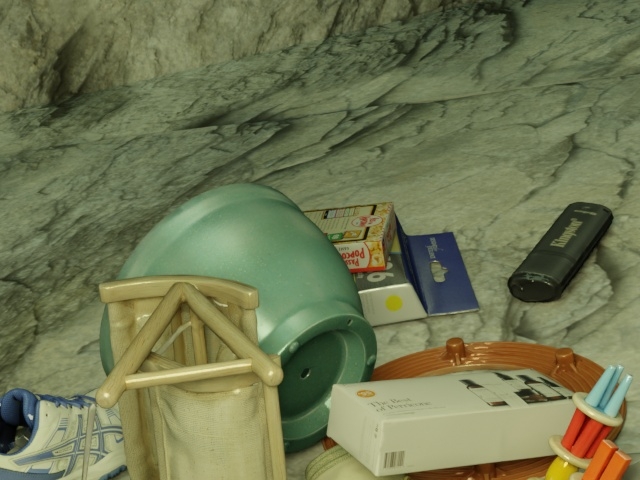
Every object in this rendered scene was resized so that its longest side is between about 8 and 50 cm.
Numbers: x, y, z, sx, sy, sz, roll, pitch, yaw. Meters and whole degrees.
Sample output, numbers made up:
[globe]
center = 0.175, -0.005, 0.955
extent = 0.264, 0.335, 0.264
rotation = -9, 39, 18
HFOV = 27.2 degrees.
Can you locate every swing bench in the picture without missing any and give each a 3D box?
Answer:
[swing bench]
center = -0.115, 0.189, 1.237
extent = 0.165, 0.253, 0.254
rotation = -7, 21, -5

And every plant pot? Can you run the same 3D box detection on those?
[plant pot]
center = -0.064, 0.109, 1.440
extent = 0.293, 0.293, 0.196
rotation = -24, 42, -33

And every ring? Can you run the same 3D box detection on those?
[ring]
center = 0.165, 0.182, 1.459
extent = 0.337, 0.032, 0.336
rotation = -9, 21, 4

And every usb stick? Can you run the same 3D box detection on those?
[usb stick]
center = 0.332, 0.012, 1.807
extent = 0.077, 0.045, 0.278
rotation = 1, 23, 29

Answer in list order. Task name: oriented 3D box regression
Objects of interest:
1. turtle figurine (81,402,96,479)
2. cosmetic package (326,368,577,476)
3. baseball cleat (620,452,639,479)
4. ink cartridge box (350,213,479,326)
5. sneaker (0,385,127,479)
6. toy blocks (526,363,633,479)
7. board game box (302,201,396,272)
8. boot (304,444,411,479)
[turtle figurine]
center = -0.294, 0.260, 1.154
extent = 0.266, 0.274, 0.198
rotation = -16, 23, 45
[cosmetic package]
center = 0.135, 0.171, 1.281
extent = 0.239, 0.060, 0.099
rotation = -1, 14, -29
[baseball cleat]
center = 0.302, 0.250, 1.160
extent = 0.109, 0.072, 0.206
rotation = -26, 22, -22
[ink cartridge box]
center = 0.047, 0.037, 1.844
extent = 0.307, 0.072, 0.303
rotation = -11, 20, 2
[sneaker]
center = -0.289, 0.210, 1.451
extent = 0.112, 0.131, 0.296
rotation = 0, 21, 28
[toy blocks]
center = 0.252, 0.195, 1.213
extent = 0.054, 0.148, 0.123
rotation = 21, 16, -12
[board game box]
center = 0.000, 0.000, 1.808
extent = 0.194, 0.045, 0.147
rotation = -5, 22, 12
[boot]
center = 0.087, 0.243, 1.259
extent = 0.213, 0.077, 0.165
rotation = -12, 24, 4
